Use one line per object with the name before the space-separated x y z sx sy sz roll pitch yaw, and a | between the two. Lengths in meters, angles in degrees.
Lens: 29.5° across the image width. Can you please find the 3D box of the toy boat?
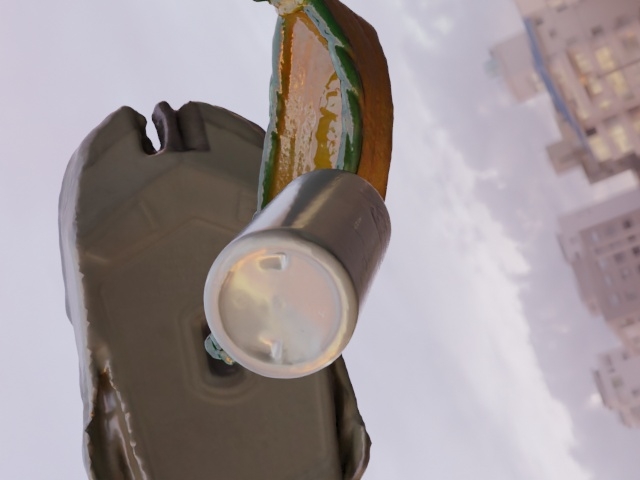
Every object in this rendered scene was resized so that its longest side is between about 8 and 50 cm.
toy boat | -0.014 -0.043 0.677 0.088 0.089 0.229 2 -84 -31

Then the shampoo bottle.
shampoo bottle | 0.000 0.000 0.507 0.056 0.056 0.195 65 -166 -9

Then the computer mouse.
computer mouse | -0.100 0.092 1.017 0.145 0.228 0.428 130 132 -66
